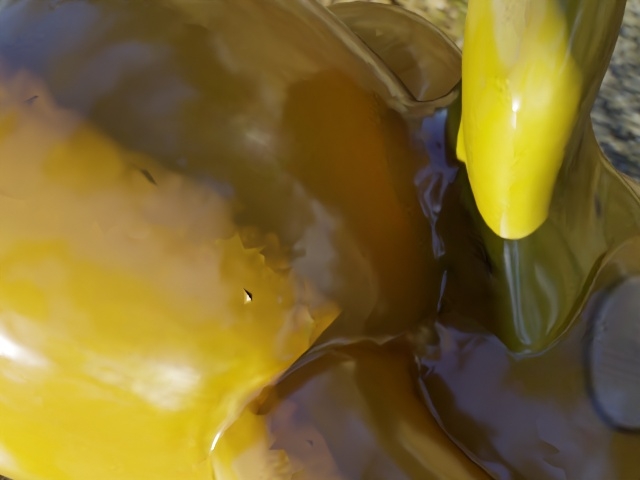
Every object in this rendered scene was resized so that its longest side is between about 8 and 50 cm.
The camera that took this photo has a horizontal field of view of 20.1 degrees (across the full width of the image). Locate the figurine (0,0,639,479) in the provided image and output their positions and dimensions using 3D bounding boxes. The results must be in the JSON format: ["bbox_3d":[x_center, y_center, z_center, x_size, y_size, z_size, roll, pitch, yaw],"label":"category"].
[{"bbox_3d":[-0.009,0.003,0.451,0.228,0.215,0.215,1,83,8],"label":"figurine"}]
